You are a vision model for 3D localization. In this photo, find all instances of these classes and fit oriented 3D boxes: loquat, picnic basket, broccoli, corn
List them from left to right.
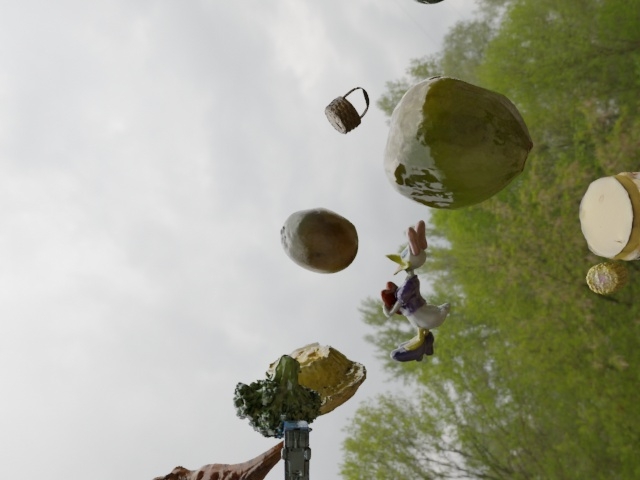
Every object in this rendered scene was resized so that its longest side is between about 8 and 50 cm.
[{"bbox_3d":[-0.075,0.293,1.029,0.154,0.167,0.160,10,-83,-82],"label":"broccoli"},{"bbox_3d":[0.000,0.000,1.406,0.227,0.179,0.179,13,-104,-50],"label":"loquat"},{"bbox_3d":[0.056,-0.242,0.995,0.083,0.072,0.072,-42,-50,-8],"label":"picnic basket"},{"bbox_3d":[0.731,0.093,1.371,0.248,0.081,0.081,1,-93,-56],"label":"corn"}]

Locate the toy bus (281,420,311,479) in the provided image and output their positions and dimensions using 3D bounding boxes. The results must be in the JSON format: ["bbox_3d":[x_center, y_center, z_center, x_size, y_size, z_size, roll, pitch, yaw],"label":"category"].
[{"bbox_3d":[-0.040,0.388,0.927,0.061,0.051,0.153,-123,33,-85],"label":"toy bus"}]

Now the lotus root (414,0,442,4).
[{"bbox_3d":[0.174,-0.457,0.928,0.165,0.088,0.088,-5,-89,-43],"label":"lotus root"}]

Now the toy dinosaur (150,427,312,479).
[{"bbox_3d":[-0.204,0.612,1.317,0.097,0.432,0.208,73,-177,-66],"label":"toy dinosaur"}]

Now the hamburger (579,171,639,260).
[{"bbox_3d":[0.935,-0.070,1.587,0.276,0.237,0.276,180,90,-86],"label":"hamburger"}]

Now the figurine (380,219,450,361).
[{"bbox_3d":[0.278,0.160,1.605,0.154,0.193,0.420,-29,-74,-63],"label":"figurine"}]

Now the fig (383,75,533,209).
[{"bbox_3d":[0.335,-0.229,1.322,0.343,0.343,0.343,8,-99,-57],"label":"fig"}]

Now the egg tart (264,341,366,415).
[{"bbox_3d":[-0.034,0.342,1.357,0.315,0.315,0.120,-27,-80,-55],"label":"egg tart"}]
